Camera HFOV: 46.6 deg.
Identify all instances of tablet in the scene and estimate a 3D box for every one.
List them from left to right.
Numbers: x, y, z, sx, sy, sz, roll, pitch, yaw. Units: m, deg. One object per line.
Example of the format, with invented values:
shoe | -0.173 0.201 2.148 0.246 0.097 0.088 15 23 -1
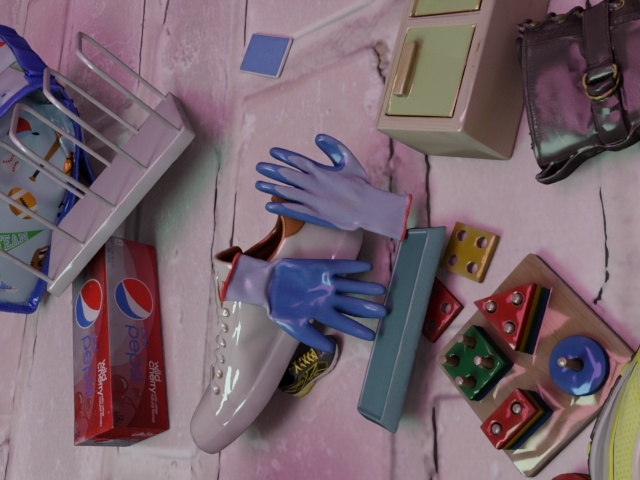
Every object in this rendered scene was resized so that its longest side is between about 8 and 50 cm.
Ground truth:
tablet | -0.071 -0.239 0.960 0.083 0.006 0.054 22 93 44

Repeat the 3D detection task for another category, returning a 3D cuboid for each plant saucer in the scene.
plant saucer | 0.073 0.077 0.693 0.067 0.018 0.192 -1 72 69

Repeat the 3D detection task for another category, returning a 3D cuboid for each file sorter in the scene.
file sorter | -0.329 -0.111 0.979 0.278 0.173 0.193 -48 29 7

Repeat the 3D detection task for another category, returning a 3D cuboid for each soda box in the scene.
soda box | -0.268 0.131 0.979 0.092 0.083 0.263 -29 59 35

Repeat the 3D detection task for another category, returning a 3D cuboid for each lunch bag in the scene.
lunch bag | -0.525 -0.128 1.204 0.328 0.238 0.386 41 113 45

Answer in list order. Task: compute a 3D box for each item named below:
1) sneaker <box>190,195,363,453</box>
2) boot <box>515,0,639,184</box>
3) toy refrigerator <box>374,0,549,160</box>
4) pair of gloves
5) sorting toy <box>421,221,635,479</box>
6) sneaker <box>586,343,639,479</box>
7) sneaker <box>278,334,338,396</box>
sneaker | -0.081 0.080 0.773 0.290 0.123 0.106 -59 18 6
boot | 0.255 -0.184 0.570 0.228 0.091 0.263 -5 76 42
toy refrigerator | 0.141 -0.219 0.687 0.102 0.094 0.270 12 86 45
pair of gloves | 0.000 0.000 0.704 0.023 0.159 0.198 125 162 -85
sorting toy | 0.159 0.091 0.608 0.132 0.046 0.275 -52 48 19
sneaker | 0.274 0.026 0.420 0.145 0.147 0.385 19 97 17
sneaker | -0.014 0.131 0.769 0.083 0.035 0.031 -54 48 17
